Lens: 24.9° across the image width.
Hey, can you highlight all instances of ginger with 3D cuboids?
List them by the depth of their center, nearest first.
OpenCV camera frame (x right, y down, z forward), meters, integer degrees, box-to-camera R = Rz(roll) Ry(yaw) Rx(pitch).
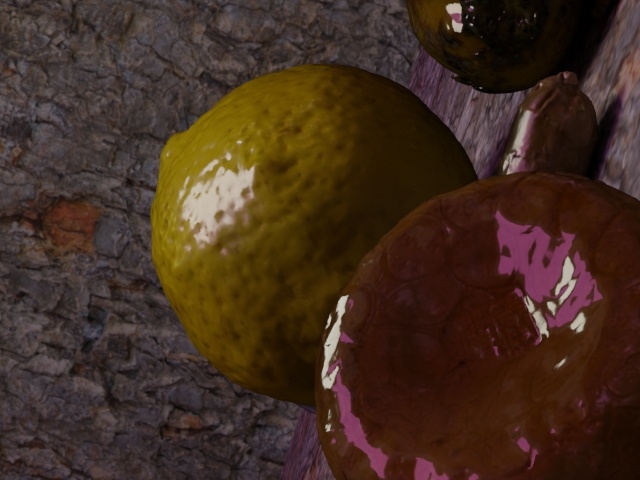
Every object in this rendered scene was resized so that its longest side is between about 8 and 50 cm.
[{"bbox_3d":[0.168,-0.037,1.127,0.095,0.069,0.190,65,-138,-88],"label":"ginger"}]

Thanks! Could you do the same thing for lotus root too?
[{"bbox_3d":[0.161,-0.257,1.403,0.397,0.179,0.195,-86,1,-69],"label":"lotus root"}]

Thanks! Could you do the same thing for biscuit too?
[{"bbox_3d":[0.251,-0.233,1.246,0.082,0.016,0.092,89,-161,-84],"label":"biscuit"}]

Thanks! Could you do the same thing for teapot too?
[{"bbox_3d":[0.114,0.088,0.723,0.203,0.167,0.311,-30,45,12],"label":"teapot"}]

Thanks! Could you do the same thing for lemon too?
[{"bbox_3d":[0.000,0.000,1.484,0.387,0.350,0.349,-111,34,-53],"label":"lemon"}]

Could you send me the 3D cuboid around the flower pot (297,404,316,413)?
[{"bbox_3d":[0.003,0.090,1.857,0.243,0.265,0.265,-125,52,-72],"label":"flower pot"}]
